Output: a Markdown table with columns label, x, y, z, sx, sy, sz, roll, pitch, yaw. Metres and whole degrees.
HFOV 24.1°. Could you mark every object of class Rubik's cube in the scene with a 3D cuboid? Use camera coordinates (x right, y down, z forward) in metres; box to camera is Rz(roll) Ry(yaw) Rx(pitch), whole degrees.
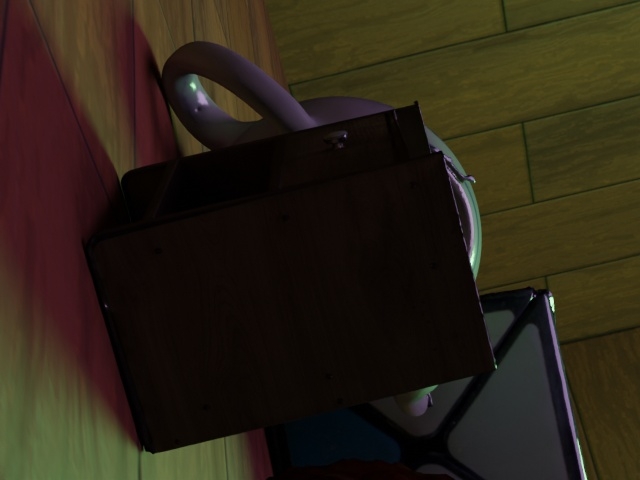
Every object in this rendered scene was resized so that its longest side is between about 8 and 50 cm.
| label | x | y | z | sx | sy | sz | roll | pitch | yaw |
| --- | --- | --- | --- | --- | --- | --- | --- | --- | --- |
| Rubik's cube | 0.112 | 0.232 | 1.604 | 0.307 | 0.310 | 0.305 | 60 | 20 | -81 |

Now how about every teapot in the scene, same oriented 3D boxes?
| label | x | y | z | sx | sy | sz | roll | pitch | yaw |
| --- | --- | --- | --- | --- | --- | --- | --- | --- | --- |
| teapot | 0.000 | 0.000 | 1.344 | 0.424 | 0.252 | 0.280 | 53 | -26 | -15 |

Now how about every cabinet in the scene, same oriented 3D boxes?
| label | x | y | z | sx | sy | sz | roll | pitch | yaw |
| --- | --- | --- | --- | --- | --- | --- | --- | --- | --- |
| cabinet | -0.017 | 0.012 | 0.951 | 0.175 | 0.215 | 0.148 | -92 | 168 | -74 |

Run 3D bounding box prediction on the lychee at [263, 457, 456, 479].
| label | x | y | z | sx | sy | sz | roll | pitch | yaw |
| --- | --- | --- | --- | --- | --- | --- | --- | --- | --- |
| lychee | 0.024 | 0.234 | 0.673 | 0.260 | 0.261 | 0.260 | -13 | 90 | -87 |
